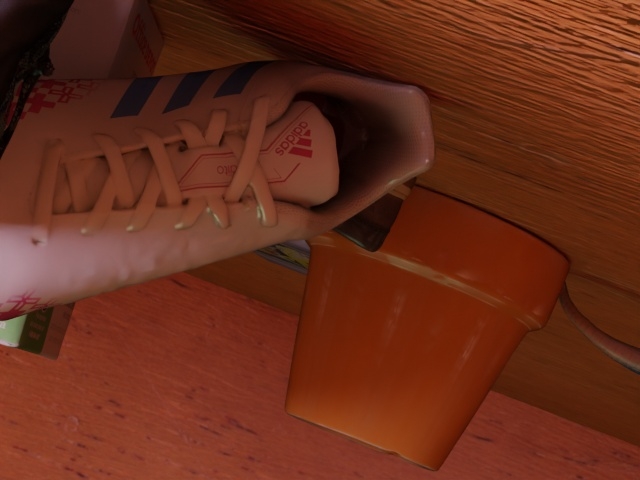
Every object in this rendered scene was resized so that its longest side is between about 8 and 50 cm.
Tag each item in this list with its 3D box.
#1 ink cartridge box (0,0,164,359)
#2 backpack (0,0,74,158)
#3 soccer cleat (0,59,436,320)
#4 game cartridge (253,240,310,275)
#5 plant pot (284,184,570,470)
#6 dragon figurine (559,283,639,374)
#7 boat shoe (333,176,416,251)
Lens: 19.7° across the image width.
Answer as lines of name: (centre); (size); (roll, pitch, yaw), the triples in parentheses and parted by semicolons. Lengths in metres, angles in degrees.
ink cartridge box: (-0.172, -0.050, 1.089); (0.092, 0.219, 0.160); (18, 174, 2)
backpack: (-0.216, -0.116, 0.772); (0.225, 0.191, 0.253); (30, 164, -9)
soccer cleat: (-0.080, -0.038, 0.957); (0.331, 0.116, 0.143); (-19, -168, -40)
game cartridge: (0.000, 0.000, 1.698); (0.196, 0.060, 0.294); (24, 175, 15)
plant pot: (0.063, 0.068, 1.420); (0.205, 0.188, 0.205); (22, 174, 2)
dragon figurine: (0.319, 0.118, 1.453); (0.289, 0.085, 0.144); (18, 172, 24)
boat shoe: (-0.038, -0.047, 1.303); (0.223, 0.073, 0.080); (17, 172, 33)
